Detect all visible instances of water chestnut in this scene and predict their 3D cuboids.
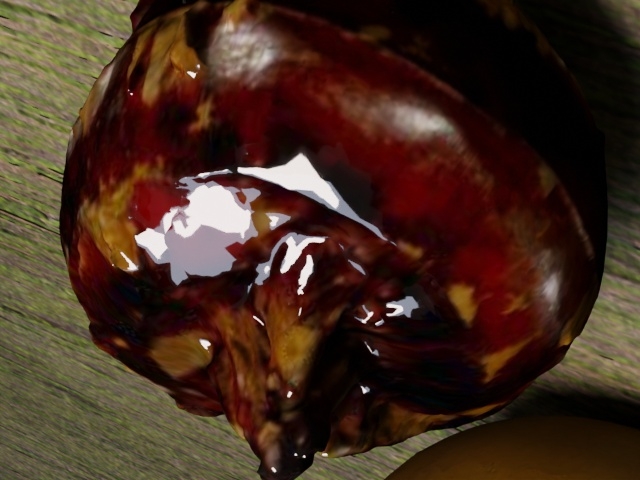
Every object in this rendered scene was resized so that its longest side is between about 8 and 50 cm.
[{"bbox_3d":[0.000,0.000,0.921,0.300,0.300,0.300,27,155,14],"label":"water chestnut"}]

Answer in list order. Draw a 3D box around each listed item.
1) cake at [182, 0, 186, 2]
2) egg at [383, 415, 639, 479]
[{"bbox_3d":[-0.097,-0.228,0.682,0.172,0.158,0.283,4,158,-16],"label":"cake"},{"bbox_3d":[0.171,0.258,1.170,0.351,0.282,0.282,20,152,19],"label":"egg"}]
